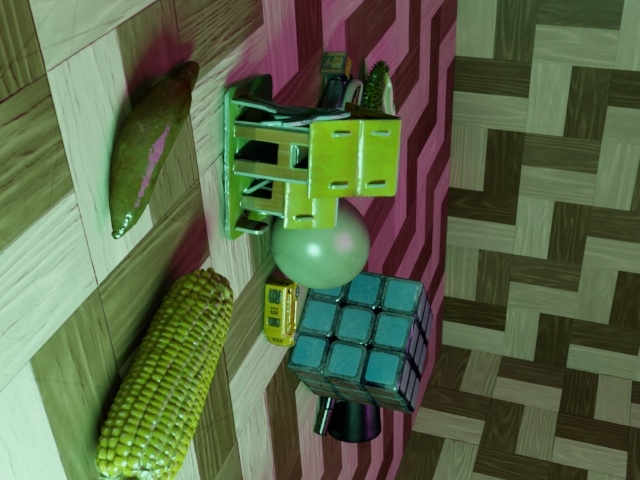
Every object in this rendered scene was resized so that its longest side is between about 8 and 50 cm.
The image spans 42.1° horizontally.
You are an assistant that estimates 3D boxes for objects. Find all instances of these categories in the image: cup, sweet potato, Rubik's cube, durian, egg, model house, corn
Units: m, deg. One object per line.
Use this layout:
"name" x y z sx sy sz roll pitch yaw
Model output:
"cup" 0.092 0.506 2.487 0.239 0.166 0.177 -42 134 -65
"sweet potato" -0.248 -0.169 1.238 0.108 0.079 0.346 125 -14 -57
"Rubik's cube" 0.118 0.265 2.223 0.304 0.305 0.301 63 39 -65
"durian" 0.156 -0.403 2.351 0.137 0.095 0.221 -128 -145 -64
"egg" 0.000 0.000 1.848 0.269 0.219 0.219 49 53 -63
"model house" -0.026 -0.126 1.531 0.340 0.323 0.301 -44 139 -62
"corn" -0.245 0.222 1.338 0.144 0.143 0.387 76 24 -51

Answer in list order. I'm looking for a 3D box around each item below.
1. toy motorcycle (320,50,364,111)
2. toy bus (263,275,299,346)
"toy motorcycle" 0.035 -0.310 2.029 0.157 0.090 0.263 38 60 -61
"toy bus" -0.092 0.169 1.890 0.074 0.069 0.162 -33 129 -66
